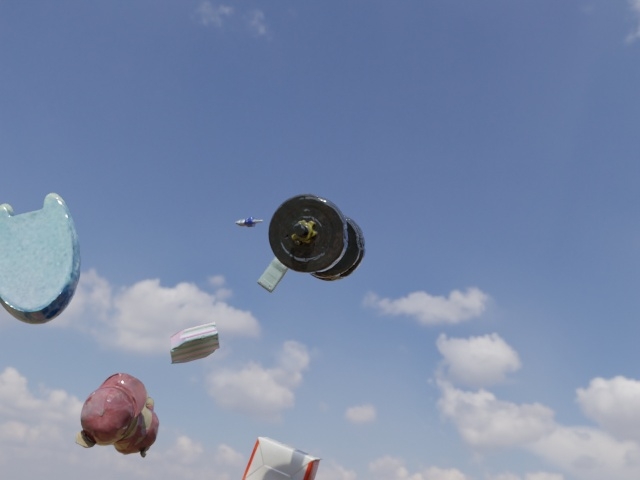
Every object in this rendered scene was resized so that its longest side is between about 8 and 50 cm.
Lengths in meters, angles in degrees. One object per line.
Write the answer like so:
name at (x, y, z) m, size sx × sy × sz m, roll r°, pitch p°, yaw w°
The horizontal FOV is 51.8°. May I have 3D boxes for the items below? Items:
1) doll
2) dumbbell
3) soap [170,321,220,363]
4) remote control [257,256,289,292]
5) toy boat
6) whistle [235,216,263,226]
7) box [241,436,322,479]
doll at (-0.518, 0.451, 1.692) m, size 0.152 × 0.196 × 0.256 m, roll 5°, pitch -27°, yaw 14°
dumbbell at (0.000, 0.000, 1.600) m, size 0.185 × 0.185 × 0.388 m, roll 1°, pitch -6°, yaw 14°
soap at (-0.371, 0.302, 1.927) m, size 0.149 × 0.056 × 0.100 m, roll -13°, pitch -47°, yaw -15°
remote control at (-0.131, 0.083, 2.060) m, size 0.061 × 0.162 × 0.029 m, roll 35°, pitch -1°, yaw 9°
toy boat at (-0.691, 0.049, 1.613) m, size 0.215 × 0.329 × 0.123 m, roll -15°, pitch -22°, yaw -11°
whistle at (-0.204, -0.052, 1.884) m, size 0.083 × 0.029 × 0.033 m, roll -6°, pitch -2°, yaw 19°
box at (-0.103, 0.629, 1.804) m, size 0.182 × 0.133 × 0.099 m, roll 15°, pitch -11°, yaw 17°
